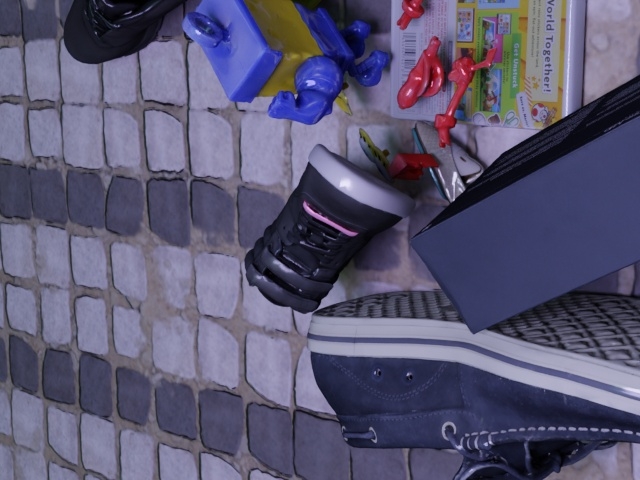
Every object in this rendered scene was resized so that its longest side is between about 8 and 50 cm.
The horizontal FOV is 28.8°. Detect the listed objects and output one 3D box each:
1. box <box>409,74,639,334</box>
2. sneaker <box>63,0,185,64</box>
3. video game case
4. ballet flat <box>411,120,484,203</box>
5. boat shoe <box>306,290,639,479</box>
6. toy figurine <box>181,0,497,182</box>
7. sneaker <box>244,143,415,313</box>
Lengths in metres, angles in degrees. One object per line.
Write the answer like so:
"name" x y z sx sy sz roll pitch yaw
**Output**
"box" 0.225 -0.048 0.982 0.261 0.184 0.103 -30 95 43
"sneaker" -0.222 -0.276 1.408 0.286 0.130 0.109 -29 96 45
"video game case" 0.150 -0.219 1.145 0.206 0.026 0.227 10 103 43
"ballet flat" 0.141 -0.043 1.178 0.052 0.057 0.168 -25 83 13
"boat shoe" 0.177 0.135 1.081 0.500 0.186 0.156 0 99 50
"toy figurine" -0.034 -0.222 1.150 0.191 0.217 0.363 -54 51 39
"sneaker" 0.000 0.000 1.150 0.104 0.296 0.147 33 87 -2
